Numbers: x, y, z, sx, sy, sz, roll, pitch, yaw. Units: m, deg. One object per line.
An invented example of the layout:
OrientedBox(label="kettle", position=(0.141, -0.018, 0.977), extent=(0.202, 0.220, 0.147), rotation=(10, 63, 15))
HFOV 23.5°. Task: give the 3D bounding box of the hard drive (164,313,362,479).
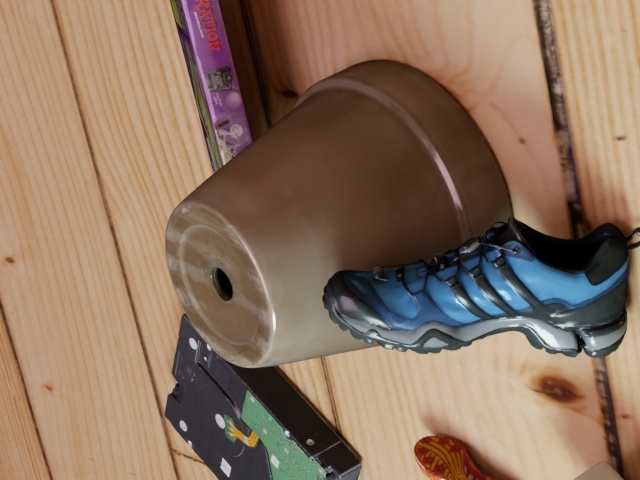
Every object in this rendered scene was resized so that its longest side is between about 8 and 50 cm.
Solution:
OrientedBox(label="hard drive", position=(-0.087, 0.276, 2.156), extent=(0.339, 0.064, 0.237), rotation=(45, 142, 29))

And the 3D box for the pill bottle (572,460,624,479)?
OrientedBox(label="pill bottle", position=(0.334, 0.376, 1.539), extent=(0.301, 0.169, 0.169), rotation=(52, 145, 18))

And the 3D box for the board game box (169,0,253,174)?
OrientedBox(label="board game box", position=(-0.130, -0.194, 1.849), extent=(0.208, 0.056, 0.347), rotation=(-112, 9, -71))

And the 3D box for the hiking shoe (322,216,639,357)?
OrientedBox(label="hiking shoe", position=(0.154, 0.032, 1.503), extent=(0.113, 0.304, 0.132), rotation=(-102, 14, -63))

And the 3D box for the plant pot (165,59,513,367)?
OrientedBox(label="plant pot", position=(0.000, 0.000, 1.661), extent=(0.323, 0.280, 0.323), rotation=(33, 136, 39))

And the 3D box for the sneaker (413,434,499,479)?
OrientedBox(label="sneaker", position=(0.172, 0.292, 1.810), extent=(0.175, 0.064, 0.067), rotation=(39, 149, 38))
